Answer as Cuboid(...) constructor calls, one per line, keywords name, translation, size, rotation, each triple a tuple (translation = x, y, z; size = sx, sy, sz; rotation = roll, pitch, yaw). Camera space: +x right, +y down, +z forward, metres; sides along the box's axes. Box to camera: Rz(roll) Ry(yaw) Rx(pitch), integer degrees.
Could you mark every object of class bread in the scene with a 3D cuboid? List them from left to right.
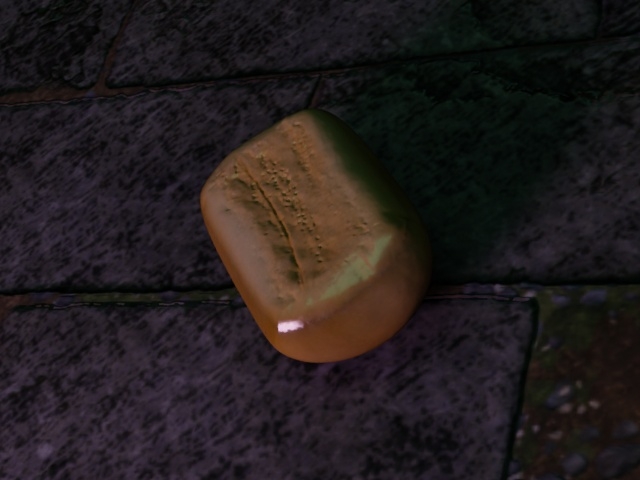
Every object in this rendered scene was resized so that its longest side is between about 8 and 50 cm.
Cuboid(name="bread", translation=(0.000, 0.000, 1.051), size=(0.147, 0.098, 0.217), rotation=(-32, 43, 4))
